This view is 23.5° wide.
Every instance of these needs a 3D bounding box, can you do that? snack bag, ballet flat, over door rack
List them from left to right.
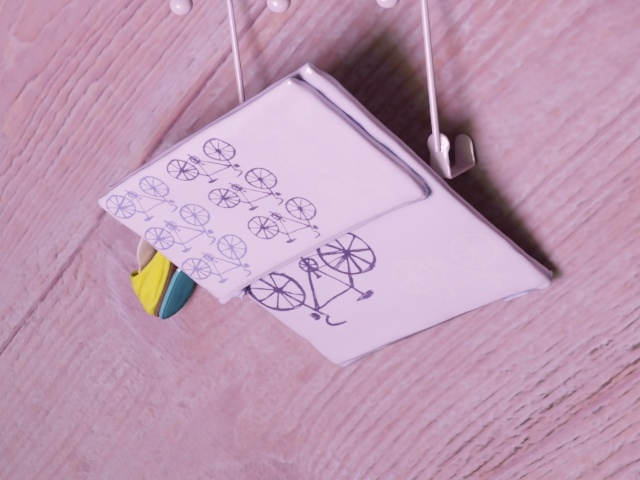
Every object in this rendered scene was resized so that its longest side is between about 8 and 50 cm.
[{"bbox_3d":[-0.149,-0.004,1.648,0.077,0.077,0.231,50,136,15],"label":"ballet flat"},{"bbox_3d":[-0.006,-0.193,1.405,0.239,0.108,0.324,4,121,32],"label":"over door rack"},{"bbox_3d":[0.000,0.000,1.496,0.342,0.037,0.323,39,138,-24],"label":"snack bag"}]
